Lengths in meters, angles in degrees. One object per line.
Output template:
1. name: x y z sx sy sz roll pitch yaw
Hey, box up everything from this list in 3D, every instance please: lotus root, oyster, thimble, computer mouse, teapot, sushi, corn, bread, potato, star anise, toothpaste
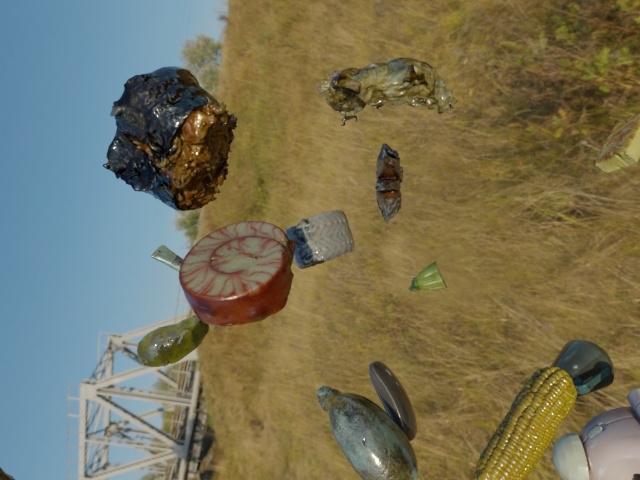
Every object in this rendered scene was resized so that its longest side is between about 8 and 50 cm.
1. lotus root: 0.118 0.491 1.132 0.158 0.322 0.140 -25 -24 -45
2. oyster: 0.146 -0.345 1.018 0.197 0.336 0.133 -154 54 -63
3. thimble: 0.000 0.000 1.538 0.245 0.217 0.157 -8 -105 -64
4. computer mouse: 0.214 0.451 1.262 0.120 0.057 0.232 16 -137 -62
5. teapot: 0.814 0.434 1.410 0.171 0.225 0.203 61 160 8
6. sushi: -0.316 -0.185 0.944 0.234 0.207 0.348 -45 -10 -29
7. corn: 0.418 0.385 0.894 0.313 0.102 0.102 -45 -5 -23
8. bread: -0.217 0.082 1.173 0.328 0.295 0.114 -91 -7 -53
9. potato: -0.442 0.304 1.331 0.117 0.225 0.090 66 173 -14
10. star anise: 0.291 -0.243 1.853 0.331 0.117 0.332 -4 -90 -78
11. toothpaste: -0.466 0.096 1.523 0.060 0.233 0.038 -61 9 -33
12. bread: 0.980 -0.316 1.420 0.188 0.068 0.125 -55 6 -14

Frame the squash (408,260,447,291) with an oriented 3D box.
1. squash: 0.369 0.143 1.572 0.105 0.132 0.105 56 -161 -31

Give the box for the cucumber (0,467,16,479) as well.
1. cucumber: -0.450 0.394 0.642 0.067 0.067 0.294 -95 -18 -63

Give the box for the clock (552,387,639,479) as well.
1. clock: 0.840 0.597 1.167 0.326 0.342 0.184 -52 -3 29
